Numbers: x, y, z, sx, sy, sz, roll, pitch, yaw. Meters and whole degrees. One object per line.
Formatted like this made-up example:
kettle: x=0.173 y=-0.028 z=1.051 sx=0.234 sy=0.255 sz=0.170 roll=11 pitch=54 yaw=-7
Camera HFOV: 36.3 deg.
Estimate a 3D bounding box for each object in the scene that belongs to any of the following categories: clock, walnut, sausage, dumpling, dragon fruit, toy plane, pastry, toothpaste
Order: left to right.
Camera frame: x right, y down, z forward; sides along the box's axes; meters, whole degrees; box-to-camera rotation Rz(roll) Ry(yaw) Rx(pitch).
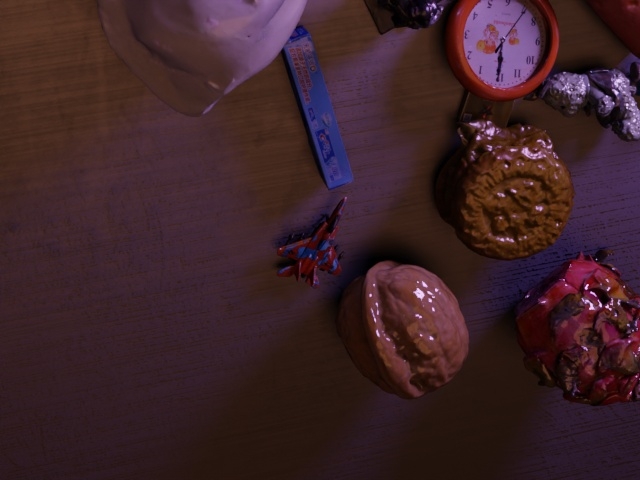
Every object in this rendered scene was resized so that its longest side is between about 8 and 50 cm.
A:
dumpling: x=-0.164 y=-0.397 z=1.407 sx=0.315 sy=0.233 sz=0.395 roll=36 pitch=90 yaw=-23
toothpaste: x=-0.009 y=-0.217 z=1.620 sx=0.053 sy=0.066 sz=0.272 roll=-19 pitch=119 yaw=-2
toy plane: x=-0.001 y=-0.001 z=1.740 sx=0.130 sy=0.061 sz=0.189 roll=21 pitch=106 yaw=-21
walnut: x=0.145 y=0.158 z=1.768 sx=0.224 sy=0.257 sz=0.257 roll=-18 pitch=126 yaw=34
clock: x=0.302 y=-0.334 z=1.623 sx=0.205 sy=0.051 sz=0.205 roll=-3 pitch=100 yaw=-15
pastry: x=0.333 y=-0.083 z=1.724 sx=0.240 sy=0.132 sz=0.235 roll=3 pitch=124 yaw=-18
dragon fruit: x=0.516 y=0.183 z=1.828 sx=0.291 sy=0.269 sz=0.250 roll=42 pitch=110 yaw=1
sausage: x=0.503 y=-0.408 z=1.615 sx=0.113 sy=0.113 sz=0.259 roll=-44 pitch=119 yaw=11

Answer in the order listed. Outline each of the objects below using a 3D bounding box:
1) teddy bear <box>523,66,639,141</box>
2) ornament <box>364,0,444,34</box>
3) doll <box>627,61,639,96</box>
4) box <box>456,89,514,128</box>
teddy bear: x=0.472 y=-0.253 z=1.683 sx=0.213 sy=0.133 sz=0.111 roll=21 pitch=103 yaw=-8
ornament: x=0.153 y=-0.385 z=1.499 sx=0.153 sy=0.196 sz=0.166 roll=-29 pitch=121 yaw=4
doll: x=0.621 y=-0.280 z=1.729 sx=0.152 sy=0.085 sz=0.114 roll=3 pitch=131 yaw=-3
box: x=0.298 y=-0.264 z=1.693 sx=0.090 sy=0.023 sz=0.133 roll=7 pitch=115 yaw=-15
